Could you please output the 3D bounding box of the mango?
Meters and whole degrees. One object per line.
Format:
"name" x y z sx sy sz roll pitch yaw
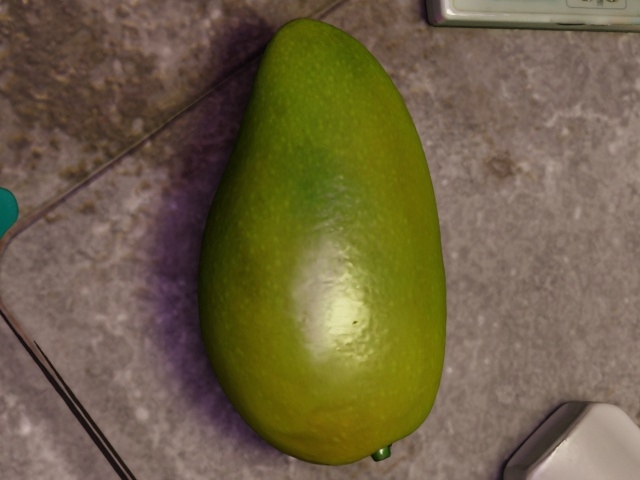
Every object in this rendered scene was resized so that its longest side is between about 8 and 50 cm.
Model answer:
"mango" 0.000 0.000 1.302 0.192 0.156 0.343 0 82 -26

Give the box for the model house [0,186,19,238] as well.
"model house" -0.296 -0.006 1.246 0.149 0.100 0.127 -16 91 -18

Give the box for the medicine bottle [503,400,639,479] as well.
"medicine bottle" 0.244 0.225 1.399 0.119 0.069 0.183 -45 97 -15

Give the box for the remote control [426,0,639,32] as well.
"remote control" 0.253 -0.248 1.446 0.344 0.050 0.145 -1 86 -16
